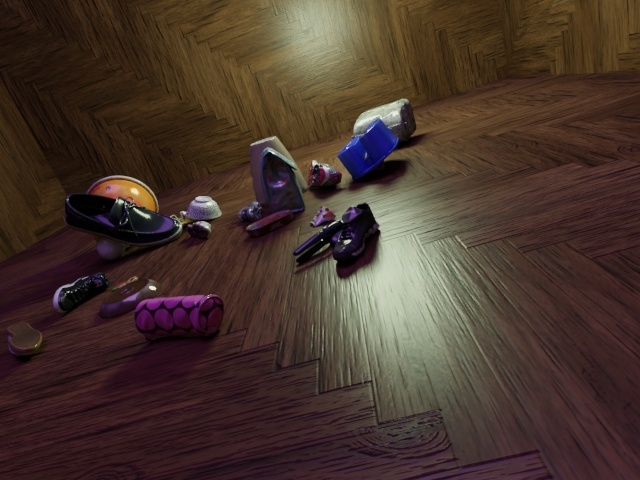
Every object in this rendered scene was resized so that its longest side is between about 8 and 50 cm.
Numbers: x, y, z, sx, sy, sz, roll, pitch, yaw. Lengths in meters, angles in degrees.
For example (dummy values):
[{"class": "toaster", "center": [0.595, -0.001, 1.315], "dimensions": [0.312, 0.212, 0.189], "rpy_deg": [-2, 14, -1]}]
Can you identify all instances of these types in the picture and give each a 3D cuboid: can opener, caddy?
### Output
[{"class": "can opener", "center": [0.000, 0.000, 1.126], "dimensions": [0.186, 0.059, 0.073], "rpy_deg": [-28, 22, -24]}, {"class": "caddy", "center": [0.222, -0.386, 1.760], "dimensions": [0.241, 0.179, 0.341], "rpy_deg": [-35, 13, 27]}]

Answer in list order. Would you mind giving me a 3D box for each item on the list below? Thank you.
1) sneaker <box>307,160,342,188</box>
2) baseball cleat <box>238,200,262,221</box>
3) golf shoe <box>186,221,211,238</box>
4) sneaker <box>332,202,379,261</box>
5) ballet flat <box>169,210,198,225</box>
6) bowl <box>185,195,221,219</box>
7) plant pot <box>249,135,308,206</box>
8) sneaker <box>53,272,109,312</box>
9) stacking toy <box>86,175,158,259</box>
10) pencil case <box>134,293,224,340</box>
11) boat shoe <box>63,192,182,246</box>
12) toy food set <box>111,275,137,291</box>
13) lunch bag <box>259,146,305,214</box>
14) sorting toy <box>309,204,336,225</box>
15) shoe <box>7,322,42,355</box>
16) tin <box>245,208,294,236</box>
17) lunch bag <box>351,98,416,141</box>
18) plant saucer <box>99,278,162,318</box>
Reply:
[{"class": "sneaker", "center": [0.010, -0.289, 1.814], "dimensions": [0.112, 0.121, 0.299], "rpy_deg": [7, 15, -14]}, {"class": "baseball cleat", "center": [-0.296, -0.104, 1.672], "dimensions": [0.109, 0.072, 0.206], "rpy_deg": [-31, 14, 9]}, {"class": "golf shoe", "center": [-0.504, -0.056, 1.710], "dimensions": [0.086, 0.068, 0.186], "rpy_deg": [-30, 23, -31]}, {"class": "sneaker", "center": [0.083, -0.031, 1.062], "dimensions": [0.078, 0.106, 0.234], "rpy_deg": [-6, 24, 33]}, {"class": "ballet flat", "center": [-0.689, -0.098, 1.970], "dimensions": [0.231, 0.077, 0.077], "rpy_deg": [-30, 21, -27]}, {"class": "bowl", "center": [-0.569, -0.167, 1.955], "dimensions": [0.170, 0.080, 0.170], "rpy_deg": [4, 23, -2]}, {"class": "plant pot", "center": [-0.220, -0.332, 1.868], "dimensions": [0.256, 0.274, 0.256], "rpy_deg": [-17, 20, 6]}, {"class": "sneaker", "center": [-0.825, 0.167, 1.407], "dimensions": [0.121, 0.079, 0.217], "rpy_deg": [-20, 19, 3]}, {"class": "stacking toy", "center": [-0.984, -0.073, 1.953], "dimensions": [0.350, 0.351, 0.480], "rpy_deg": [-21, 37, -5]}, {"class": "pencil case", "center": [-0.323, 0.178, 0.922], "dimensions": [0.209, 0.098, 0.095], "rpy_deg": [-9, -22, 26]}, {"class": "boat shoe", "center": [-0.869, -0.097, 1.765], "dimensions": [0.500, 0.156, 0.187], "rpy_deg": [12, 48, -8]}, {"class": "toy food set", "center": [-0.676, 0.156, 1.389], "dimensions": [0.083, 0.020, 0.082], "rpy_deg": [-20, 20, -2]}, {"class": "lunch bag", "center": [-0.167, -0.251, 1.628], "dimensions": [0.160, 0.262, 0.223], "rpy_deg": [-20, 19, 0]}, {"class": "sorting toy", "center": [-0.001, -0.078, 1.370], "dimensions": [0.075, 0.045, 0.083], "rpy_deg": [-44, 26, -10]}, {"class": "shoe", "center": [-0.853, 0.294, 1.159], "dimensions": [0.076, 0.058, 0.219], "rpy_deg": [-10, 14, -41]}, {"class": "tin", "center": [-0.186, -0.066, 1.499], "dimensions": [0.189, 0.040, 0.106], "rpy_deg": [-27, 26, -21]}, {"class": "lunch bag", "center": [0.339, -0.608, 2.159], "dimensions": [0.305, 0.213, 0.256], "rpy_deg": [-9, 22, 28]}, {"class": "plant saucer", "center": [-0.602, 0.172, 1.261], "dimensions": [0.198, 0.036, 0.198], "rpy_deg": [-17, 21, 7]}]
